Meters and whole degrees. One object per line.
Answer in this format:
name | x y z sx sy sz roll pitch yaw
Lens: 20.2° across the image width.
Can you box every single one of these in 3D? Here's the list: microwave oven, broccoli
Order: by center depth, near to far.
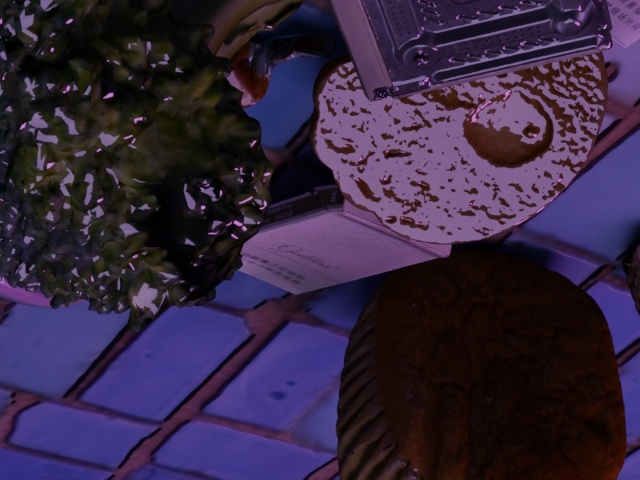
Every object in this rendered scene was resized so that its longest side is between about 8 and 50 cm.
microwave oven | 0.080 -0.219 1.077 0.194 0.145 0.240 -9 143 12
broccoli | -0.145 -0.114 1.087 0.277 0.338 0.317 -3 176 43

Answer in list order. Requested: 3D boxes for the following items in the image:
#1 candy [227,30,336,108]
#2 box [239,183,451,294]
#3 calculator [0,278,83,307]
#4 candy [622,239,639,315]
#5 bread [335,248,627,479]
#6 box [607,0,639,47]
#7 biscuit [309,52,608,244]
candy | -0.078 -0.116 1.278 0.182 0.053 0.046 -17 135 14
box | 0.000 0.000 1.408 0.109 0.029 0.198 23 156 -33
calculator | -0.233 -0.065 1.219 0.041 0.185 0.299 -10 147 34
candy | 0.301 0.047 1.498 0.085 0.110 0.095 -12 159 9
bread | 0.129 0.135 1.472 0.227 0.253 0.142 12 140 -8
box | 0.239 -0.197 1.207 0.084 0.040 0.154 29 133 -36
biscuit | 0.102 -0.093 1.275 0.208 0.049 0.181 -37 111 10
